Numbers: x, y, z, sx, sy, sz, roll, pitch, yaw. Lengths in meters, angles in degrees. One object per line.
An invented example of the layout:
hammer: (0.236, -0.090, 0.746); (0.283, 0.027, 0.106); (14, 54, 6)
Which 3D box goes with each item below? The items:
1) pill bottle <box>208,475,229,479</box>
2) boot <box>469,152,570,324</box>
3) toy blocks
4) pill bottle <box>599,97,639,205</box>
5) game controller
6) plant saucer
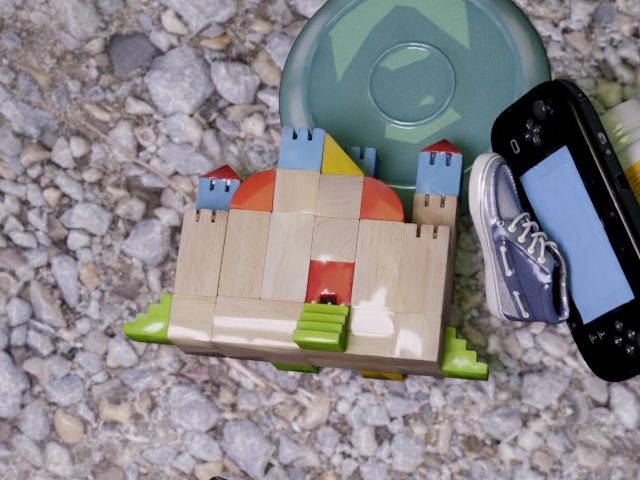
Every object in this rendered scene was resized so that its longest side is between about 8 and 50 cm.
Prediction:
pill bottle: (-0.103, 0.369, 1.720); (0.123, 0.123, 0.219); (20, 79, 13)
boot: (0.218, -0.002, 1.748); (0.086, 0.069, 0.190); (4, 113, 41)
toy blocks: (0.000, 0.000, 1.767); (0.381, 0.191, 0.261); (4, 76, 10)
pill bottle: (0.369, -0.045, 1.760); (0.117, 0.117, 0.208); (-32, 72, 0)
game controller: (0.279, -0.008, 1.734); (0.067, 0.166, 0.319); (-16, 79, -37)
plant saucer: (0.105, -0.174, 1.876); (0.317, 0.044, 0.317); (-2, 74, 9)
